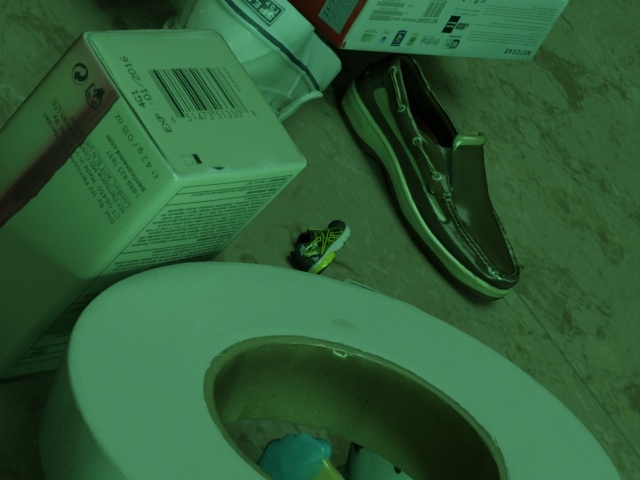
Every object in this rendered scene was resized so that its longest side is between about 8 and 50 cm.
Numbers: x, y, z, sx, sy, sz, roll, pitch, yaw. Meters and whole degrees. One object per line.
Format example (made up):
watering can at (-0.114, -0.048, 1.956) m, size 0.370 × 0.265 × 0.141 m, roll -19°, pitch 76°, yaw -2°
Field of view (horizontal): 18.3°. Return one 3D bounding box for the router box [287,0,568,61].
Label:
router box at (0.043, -0.301, 1.980) m, size 0.301 × 0.082 × 0.335 m, roll 45°, pitch 27°, yaw 27°

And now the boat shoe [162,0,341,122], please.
boat shoe at (-0.079, -0.140, 1.693) m, size 0.136 × 0.156 × 0.367 m, roll 43°, pitch 2°, yaw 0°

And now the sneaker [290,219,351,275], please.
sneaker at (0.000, 0.000, 1.726) m, size 0.035 × 0.031 × 0.083 m, roll 43°, pitch 32°, yaw -8°

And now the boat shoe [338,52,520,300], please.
boat shoe at (0.117, -0.067, 1.880) m, size 0.257 × 0.095 × 0.095 m, roll 55°, pitch 32°, yaw 10°

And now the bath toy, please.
bath toy at (0.077, 0.171, 1.519) m, size 0.348 × 0.151 × 0.129 m, roll -13°, pitch 81°, yaw -57°

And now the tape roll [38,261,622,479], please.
tape roll at (0.013, 0.146, 1.273) m, size 0.392 × 0.072 × 0.392 m, roll 18°, pitch 25°, yaw -9°

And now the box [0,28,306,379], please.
box at (-0.150, -0.026, 1.375) m, size 0.149 × 0.232 × 0.127 m, roll -9°, pitch 61°, yaw -55°
